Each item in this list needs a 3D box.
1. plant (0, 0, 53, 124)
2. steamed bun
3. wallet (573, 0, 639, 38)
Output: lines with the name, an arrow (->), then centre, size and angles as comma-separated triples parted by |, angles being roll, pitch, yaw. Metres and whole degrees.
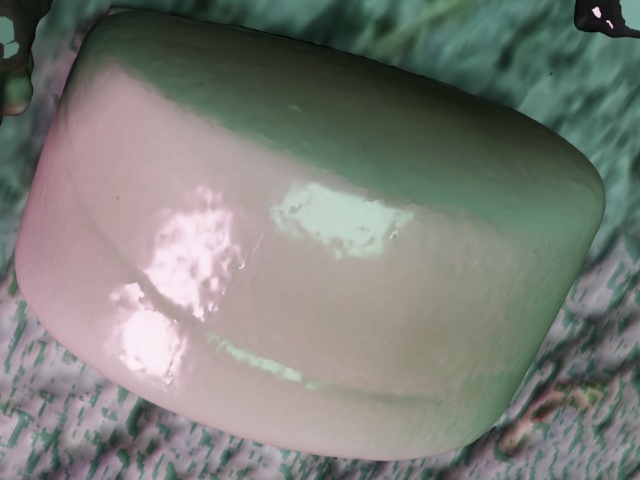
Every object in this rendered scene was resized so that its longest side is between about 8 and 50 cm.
plant -> -0.224, -0.112, 0.408 | 0.275, 0.149, 0.146 | 27, 107, -23
steamed bun -> 0.000, 0.000, 0.518 | 0.242, 0.164, 0.146 | 12, 115, -22
wallet -> 0.196, -0.261, 0.464 | 0.197, 0.051, 0.377 | -4, 107, -13
